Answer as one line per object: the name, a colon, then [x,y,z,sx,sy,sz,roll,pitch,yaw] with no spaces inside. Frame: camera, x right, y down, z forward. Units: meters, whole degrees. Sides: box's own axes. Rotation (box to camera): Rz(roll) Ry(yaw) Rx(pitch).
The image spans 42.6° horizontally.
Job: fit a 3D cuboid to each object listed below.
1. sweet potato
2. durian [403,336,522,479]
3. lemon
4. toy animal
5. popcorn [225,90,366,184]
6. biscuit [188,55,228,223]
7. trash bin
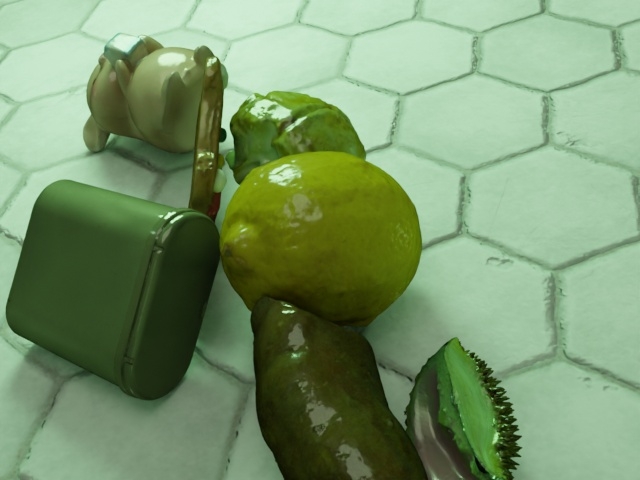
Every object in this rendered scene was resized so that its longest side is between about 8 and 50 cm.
sweet potato: [0.020,0.216,0.876,0.157,0.158,0.370,-16,47,-7]
durian: [0.161,0.223,0.883,0.095,0.137,0.221,20,33,-18]
lemon: [0.000,0.000,1.044,0.288,0.234,0.233,-6,35,-34]
toy animal: [-0.294,-0.247,1.390,0.256,0.213,0.195,24,62,27]
popcorn: [-0.035,-0.130,1.234,0.204,0.184,0.221,6,32,-45]
biscuit: [-0.165,-0.079,1.192,0.047,0.216,0.340,5,65,-10]
trash bin: [-0.275,0.053,1.068,0.247,0.121,0.243,17,91,29]
